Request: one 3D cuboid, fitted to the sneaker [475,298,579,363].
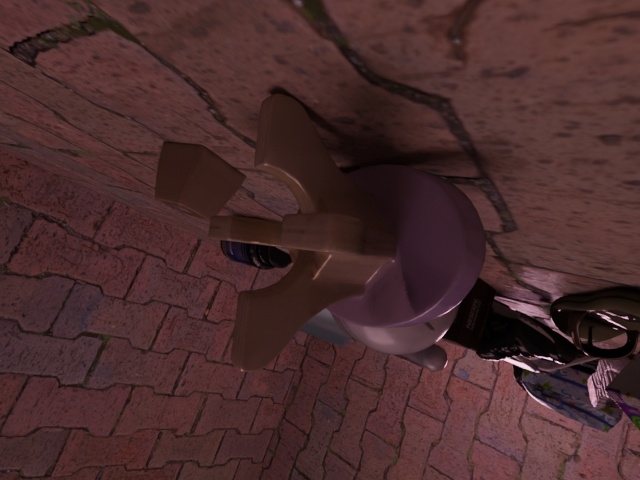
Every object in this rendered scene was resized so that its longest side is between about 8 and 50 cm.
[{"bbox_3d":[0.388,0.207,0.815,0.107,0.124,0.283,31,-178,-10],"label":"sneaker"}]

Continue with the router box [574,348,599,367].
[{"bbox_3d":[0.823,0.369,1.239,0.123,0.038,0.092,13,167,36],"label":"router box"}]

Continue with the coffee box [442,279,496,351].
[{"bbox_3d":[0.238,0.139,0.896,0.098,0.141,0.247,29,166,-38],"label":"coffee box"}]

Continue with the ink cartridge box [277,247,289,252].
[{"bbox_3d":[0.003,0.022,0.954,0.198,0.067,0.115,13,167,45],"label":"ink cartridge box"}]

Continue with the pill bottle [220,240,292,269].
[{"bbox_3d":[-0.168,0.013,1.087,0.219,0.122,0.123,10,165,47],"label":"pill bottle"}]

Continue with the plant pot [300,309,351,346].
[{"bbox_3d":[0.052,0.233,1.540,0.248,0.247,0.252,22,152,-7],"label":"plant pot"}]

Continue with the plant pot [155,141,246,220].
[{"bbox_3d":[-0.214,-0.095,0.679,0.109,0.096,0.109,14,169,35],"label":"plant pot"}]

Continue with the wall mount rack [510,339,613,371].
[{"bbox_3d":[0.542,0.261,1.009,0.304,0.130,0.350,17,170,42],"label":"wall mount rack"}]

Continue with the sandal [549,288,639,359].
[{"bbox_3d":[0.447,0.142,0.637,0.120,0.086,0.303,18,170,19],"label":"sandal"}]

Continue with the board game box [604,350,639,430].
[{"bbox_3d":[0.693,0.340,0.709,0.275,0.142,0.144,50,170,3],"label":"board game box"}]

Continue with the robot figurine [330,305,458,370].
[{"bbox_3d":[0.118,0.095,0.721,0.300,0.200,0.353,54,172,6],"label":"robot figurine"}]

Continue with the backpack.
[{"bbox_3d":[0.980,0.582,1.568,0.290,0.273,0.356,35,152,-33],"label":"backpack"}]

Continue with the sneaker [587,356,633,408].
[{"bbox_3d":[0.860,0.383,1.077,0.180,0.124,0.321,-3,151,18],"label":"sneaker"}]

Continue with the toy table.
[{"bbox_3d":[0.000,0.000,0.408,0.161,0.252,0.274,8,166,-33],"label":"toy table"}]
